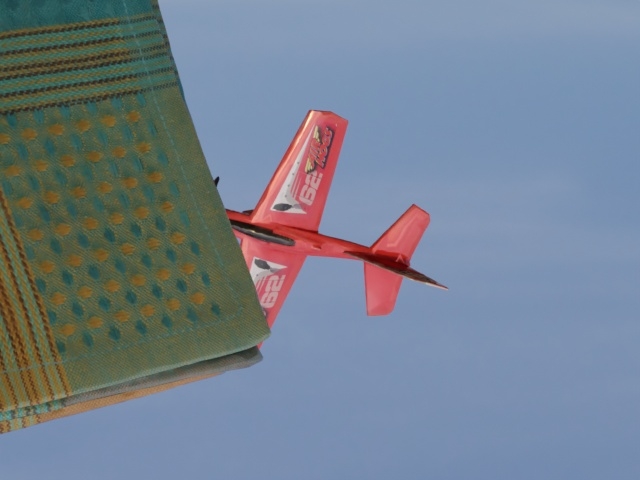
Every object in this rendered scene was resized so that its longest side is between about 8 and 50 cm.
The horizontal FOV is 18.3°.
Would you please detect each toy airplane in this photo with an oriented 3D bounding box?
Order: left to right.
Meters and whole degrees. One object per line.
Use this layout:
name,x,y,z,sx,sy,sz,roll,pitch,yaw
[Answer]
toy airplane,0.000,0.000,1.082,0.151,0.151,0.028,-4,-158,-12

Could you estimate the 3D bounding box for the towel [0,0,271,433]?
towel,-0.201,-0.040,0.846,0.370,0.271,0.040,-12,172,-44
